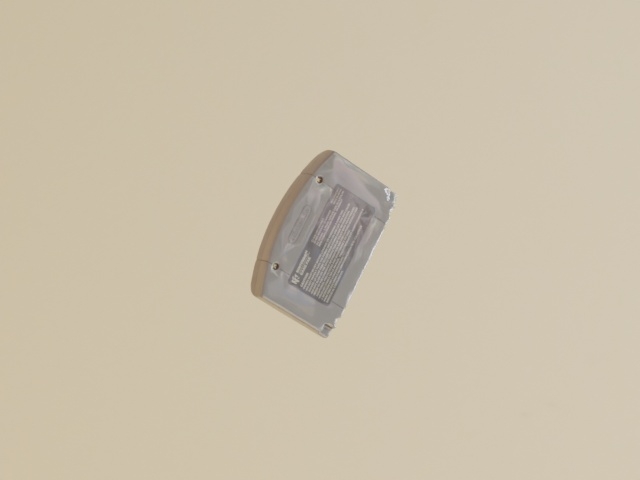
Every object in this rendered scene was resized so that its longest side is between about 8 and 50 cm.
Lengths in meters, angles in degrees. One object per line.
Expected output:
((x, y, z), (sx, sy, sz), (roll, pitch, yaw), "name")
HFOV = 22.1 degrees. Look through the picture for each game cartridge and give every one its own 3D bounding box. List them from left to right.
((0.000, 0.000, 0.817), (0.056, 0.017, 0.083), (34, -104, -32), "game cartridge")
